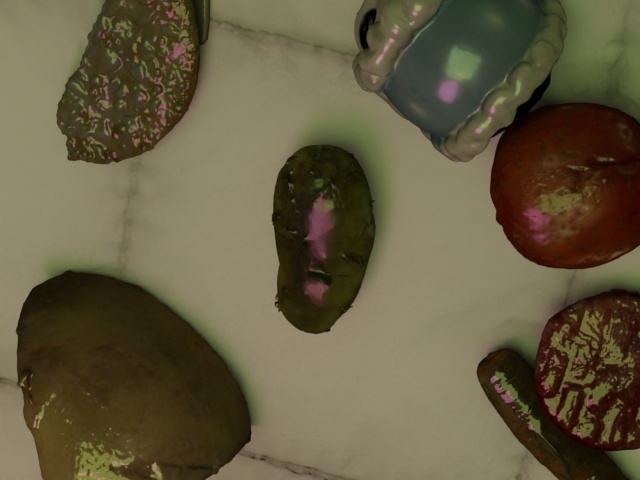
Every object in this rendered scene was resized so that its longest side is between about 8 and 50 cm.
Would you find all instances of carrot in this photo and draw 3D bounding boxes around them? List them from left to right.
[{"bbox_3d":[0.297,0.257,1.758,0.070,0.070,0.342,-40,96,24],"label":"carrot"}]

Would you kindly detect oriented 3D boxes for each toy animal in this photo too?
[{"bbox_3d":[0.131,-0.195,1.591,0.204,0.156,0.208,40,111,-5],"label":"toy animal"}]

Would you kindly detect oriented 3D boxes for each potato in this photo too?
[{"bbox_3d":[-0.225,0.163,1.795,0.189,0.211,0.264,-17,100,22],"label":"potato"},{"bbox_3d":[0.000,0.000,1.731,0.117,0.090,0.225,16,117,25],"label":"potato"}]

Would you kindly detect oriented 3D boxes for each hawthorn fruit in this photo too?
[{"bbox_3d":[0.275,-0.059,1.588,0.200,0.179,0.179,-13,105,21],"label":"hawthorn fruit"}]

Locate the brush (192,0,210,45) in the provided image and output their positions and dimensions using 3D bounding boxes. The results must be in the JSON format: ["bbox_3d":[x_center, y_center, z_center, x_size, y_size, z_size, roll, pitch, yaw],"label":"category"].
[{"bbox_3d":[-0.143,-0.368,1.676,0.085,0.020,0.336,5,111,15],"label":"brush"}]

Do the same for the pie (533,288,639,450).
[{"bbox_3d":[0.319,0.141,1.693,0.182,0.049,0.182,0,97,1],"label":"pie"}]

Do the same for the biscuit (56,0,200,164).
[{"bbox_3d":[-0.201,-0.191,1.739,0.141,0.038,0.289,31,119,6],"label":"biscuit"}]
